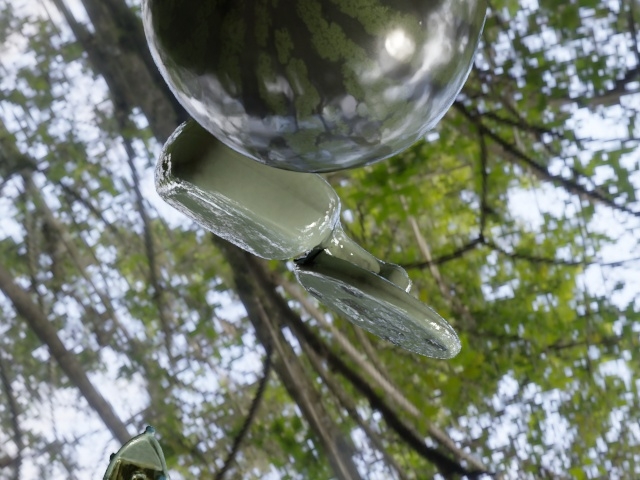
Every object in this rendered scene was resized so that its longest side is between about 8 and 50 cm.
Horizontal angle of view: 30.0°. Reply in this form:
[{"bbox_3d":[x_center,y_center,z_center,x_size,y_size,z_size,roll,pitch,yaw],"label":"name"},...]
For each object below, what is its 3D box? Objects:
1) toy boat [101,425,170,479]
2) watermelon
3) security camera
[{"bbox_3d":[-0.187,0.266,1.175,0.069,0.059,0.172,20,-127,-16],"label":"toy boat"},{"bbox_3d":[-0.004,-0.143,0.709,0.212,0.212,0.212,-14,-143,11],"label":"watermelon"},{"bbox_3d":[0.000,0.000,0.996,0.080,0.302,0.157,-59,-164,-14],"label":"security camera"}]
